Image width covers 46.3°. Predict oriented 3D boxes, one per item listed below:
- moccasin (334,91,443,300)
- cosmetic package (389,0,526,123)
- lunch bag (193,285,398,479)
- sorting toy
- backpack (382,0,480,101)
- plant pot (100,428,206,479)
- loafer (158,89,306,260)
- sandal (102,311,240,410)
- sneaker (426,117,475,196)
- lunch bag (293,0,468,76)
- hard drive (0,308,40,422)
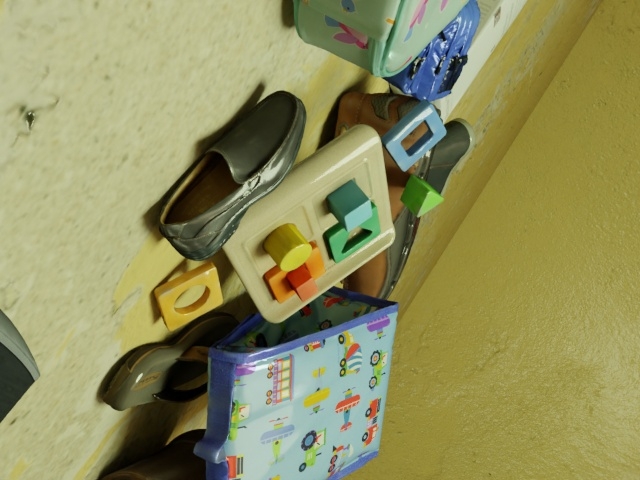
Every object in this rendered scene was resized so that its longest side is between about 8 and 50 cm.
[{"bbox_3d":[0.050,-0.029,0.966,0.380,0.147,0.139,93,18,-56],"label":"moccasin"},{"bbox_3d":[0.185,-0.275,0.965,0.231,0.085,0.117,-57,165,-6],"label":"cosmetic package"},{"bbox_3d":[-0.039,0.195,0.873,0.293,0.138,0.221,-21,120,-58],"label":"lunch bag"},{"bbox_3d":[0.000,0.000,0.754,0.348,0.047,0.196,-35,148,-9],"label":"sorting toy"},{"bbox_3d":[0.115,-0.222,0.819,0.101,0.098,0.120,-30,150,-54],"label":"backpack"},{"bbox_3d":[-0.180,0.320,0.891,0.167,0.167,0.165,-59,157,8],"label":"plant pot"},{"bbox_3d":[-0.071,-0.060,0.628,0.170,0.062,0.061,-57,161,-8],"label":"loafer"},{"bbox_3d":[-0.142,0.137,0.799,0.090,0.060,0.219,-61,165,13],"label":"sandal"},{"bbox_3d":[0.164,-0.115,1.278,0.118,0.083,0.222,-23,154,-34],"label":"sneaker"},{"bbox_3d":[0.087,-0.284,0.577,0.224,0.108,0.279,-46,162,-36],"label":"lunch bag"},{"bbox_3d":[-0.241,0.081,0.373,0.172,0.054,0.254,-54,165,-18],"label":"hard drive"}]
